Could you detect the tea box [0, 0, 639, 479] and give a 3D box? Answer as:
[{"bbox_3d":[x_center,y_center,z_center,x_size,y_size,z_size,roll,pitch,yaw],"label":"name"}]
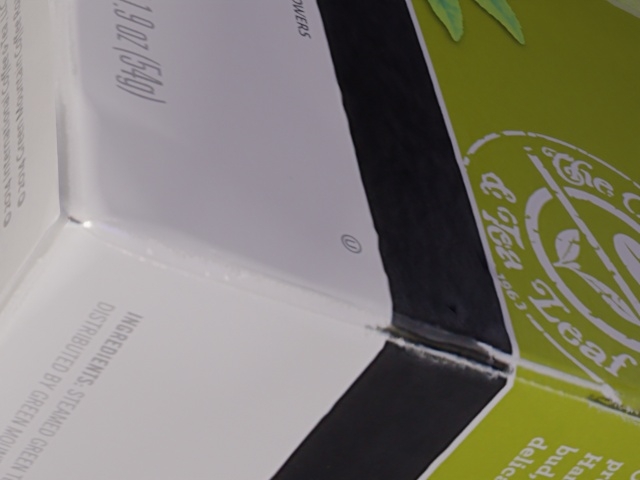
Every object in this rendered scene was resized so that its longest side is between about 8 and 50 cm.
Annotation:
[{"bbox_3d":[0.000,0.000,0.578,0.323,0.220,0.329,19,37,-29],"label":"tea box"}]
